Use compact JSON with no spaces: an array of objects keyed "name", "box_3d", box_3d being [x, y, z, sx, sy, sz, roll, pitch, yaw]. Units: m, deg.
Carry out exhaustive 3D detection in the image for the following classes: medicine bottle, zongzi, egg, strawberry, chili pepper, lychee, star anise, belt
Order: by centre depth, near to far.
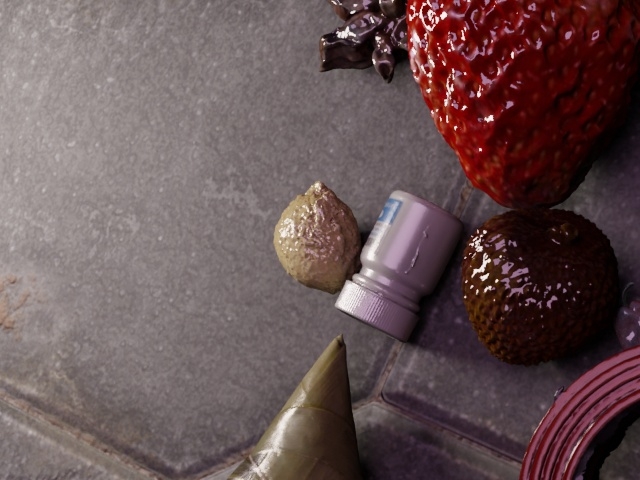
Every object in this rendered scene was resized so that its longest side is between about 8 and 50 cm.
[{"name":"belt","box_3d":[0.356,0.238,1.764,0.227,0.115,0.324,38,97,22]},{"name":"chili pepper","box_3d":[0.373,0.124,1.855,0.050,0.041,0.153,-31,76,38]},{"name":"lychee","box_3d":[0.254,0.053,1.862,0.194,0.194,0.194,-9,69,25]},{"name":"strawberry","box_3d":[0.250,-0.225,1.903,0.292,0.292,0.310,-28,56,18]},{"name":"zongzi","box_3d":[0.039,0.302,1.919,0.289,0.154,0.317,30,83,25]},{"name":"medicine bottle","box_3d":[0.098,0.031,1.996,0.105,0.105,0.168,25,86,32]},{"name":"egg","box_3d":[0.000,0.000,2.053,0.118,0.116,0.140,-46,55,35]},{"name":"star anise","box_3d":[0.092,-0.319,2.123,0.214,0.099,0.220,13,79,21]}]
